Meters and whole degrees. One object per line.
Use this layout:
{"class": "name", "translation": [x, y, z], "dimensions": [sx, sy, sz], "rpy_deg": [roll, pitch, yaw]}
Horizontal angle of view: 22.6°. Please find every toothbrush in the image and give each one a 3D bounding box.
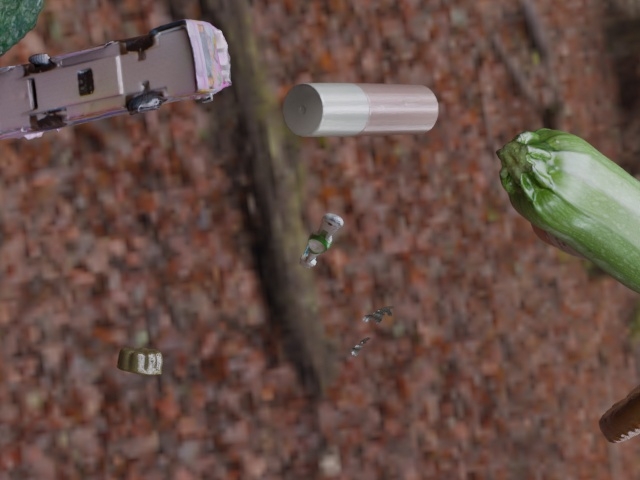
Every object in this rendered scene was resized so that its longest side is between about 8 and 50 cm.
{"class": "toothbrush", "translation": [-0.001, 0.002, 1.970], "dimensions": [0.304, 0.030, 0.030], "rpy_deg": [125, -41, -79]}

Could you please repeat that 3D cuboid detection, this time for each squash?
{"class": "squash", "translation": [0.202, -0.020, 1.146], "dimensions": [0.219, 0.068, 0.077], "rpy_deg": [29, 40, -39]}

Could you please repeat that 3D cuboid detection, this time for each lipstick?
{"class": "lipstick", "translation": [0.056, -0.172, 2.101], "dimensions": [0.254, 0.070, 0.070], "rpy_deg": [-6, 88, -51]}

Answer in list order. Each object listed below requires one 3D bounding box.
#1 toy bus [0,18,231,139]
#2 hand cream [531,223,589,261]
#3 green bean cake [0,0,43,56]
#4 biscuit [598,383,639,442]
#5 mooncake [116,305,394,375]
{"class": "toy bus", "translation": [-0.238, -0.175, 1.783], "dimensions": [0.112, 0.274, 0.090], "rpy_deg": [-14, 94, -66]}
{"class": "hand cream", "translation": [0.370, -0.009, 2.019], "dimensions": [0.140, 0.089, 0.314], "rpy_deg": [57, -11, -13]}
{"class": "green bean cake", "translation": [-0.331, -0.227, 1.355], "dimensions": [0.208, 0.107, 0.193], "rpy_deg": [-46, 154, -38]}
{"class": "biscuit", "translation": [0.411, 0.104, 1.607], "dimensions": [0.040, 0.318, 0.318], "rpy_deg": [54, 7, 10]}
{"class": "mooncake", "translation": [-0.080, 0.133, 1.953], "dimensions": [0.150, 0.346, 0.057], "rpy_deg": [-119, -162, -80]}
